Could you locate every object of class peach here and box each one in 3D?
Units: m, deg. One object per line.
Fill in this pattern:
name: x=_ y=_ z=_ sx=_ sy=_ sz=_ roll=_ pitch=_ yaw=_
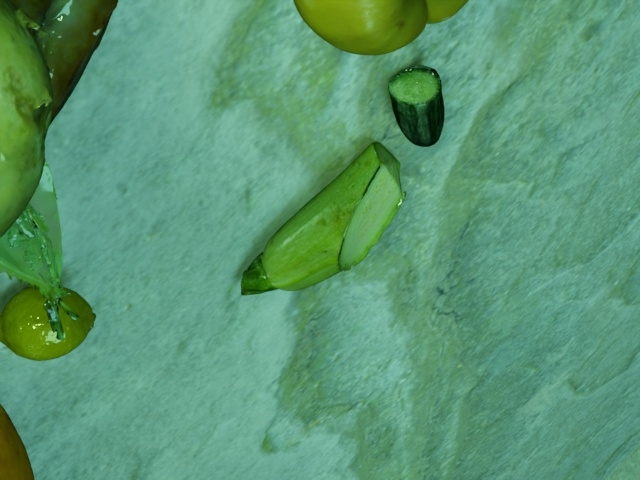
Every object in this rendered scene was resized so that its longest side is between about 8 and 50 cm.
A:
peach: x=0.057 y=-0.212 z=1.120 sx=0.179 sy=0.103 sz=0.179 roll=-28 pitch=158 yaw=-12

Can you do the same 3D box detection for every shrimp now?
shrimp: x=-0.193 y=-0.108 z=0.942 sx=0.287 sy=0.063 sz=0.152 roll=-64 pitch=171 yaw=1

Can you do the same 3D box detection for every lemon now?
lemon: x=-0.234 y=0.069 z=1.283 sx=0.092 sy=0.065 sz=0.065 roll=-9 pitch=147 yaw=-10

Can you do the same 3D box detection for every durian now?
durian: x=-0.227 y=-0.020 z=1.099 sx=0.086 sy=0.100 sz=0.215 roll=-26 pitch=138 yaw=-7

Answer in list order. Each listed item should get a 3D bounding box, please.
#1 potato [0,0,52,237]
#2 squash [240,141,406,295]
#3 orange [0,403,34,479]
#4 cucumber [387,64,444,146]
potato: x=-0.276 y=-0.049 z=0.723 sx=0.307 sy=0.210 sz=0.173 roll=-25 pitch=146 yaw=-6
squash: x=0.003 y=0.001 z=1.433 sx=0.200 sy=0.075 sz=0.090 roll=-42 pitch=179 yaw=16
orange: x=-0.356 y=0.224 z=1.186 sx=0.283 sy=0.226 sz=0.284 roll=-23 pitch=129 yaw=-31
cucumber: x=0.088 y=-0.115 z=1.376 sx=0.048 sy=0.048 sz=0.105 roll=-32 pitch=155 yaw=-7
